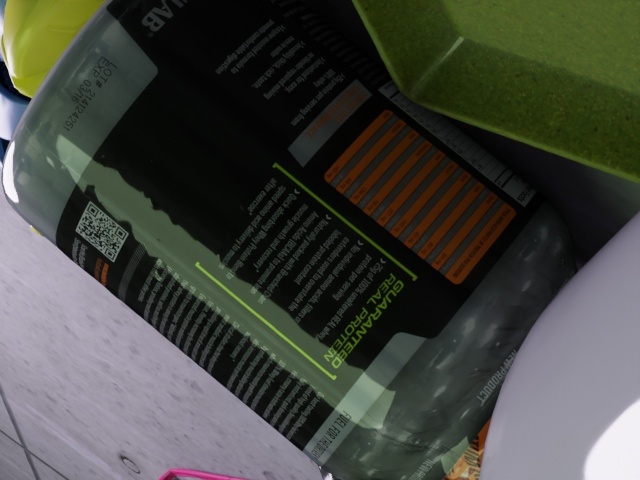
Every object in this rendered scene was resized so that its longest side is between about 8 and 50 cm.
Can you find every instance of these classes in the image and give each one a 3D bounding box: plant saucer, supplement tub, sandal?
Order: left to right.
[{"bbox_3d":[-0.170,-0.117,1.070,0.138,0.126,0.317,51,157,20],"label":"sandal"},{"bbox_3d":[0.000,0.000,0.904,0.316,0.193,0.193,40,155,5],"label":"supplement tub"},{"bbox_3d":[0.092,-0.110,0.741,0.188,0.045,0.188,24,159,36],"label":"plant saucer"}]

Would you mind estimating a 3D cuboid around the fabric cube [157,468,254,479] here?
[{"bbox_3d":[-0.088,0.412,1.638,0.258,0.254,0.259,50,153,-23],"label":"fabric cube"}]

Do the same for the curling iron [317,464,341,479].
[{"bbox_3d":[-0.014,0.056,1.042,0.274,0.035,0.068,-113,3,-52],"label":"curling iron"}]

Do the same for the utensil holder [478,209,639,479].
[{"bbox_3d":[0.244,0.067,0.492,0.327,0.327,0.385,40,157,2],"label":"utensil holder"}]
